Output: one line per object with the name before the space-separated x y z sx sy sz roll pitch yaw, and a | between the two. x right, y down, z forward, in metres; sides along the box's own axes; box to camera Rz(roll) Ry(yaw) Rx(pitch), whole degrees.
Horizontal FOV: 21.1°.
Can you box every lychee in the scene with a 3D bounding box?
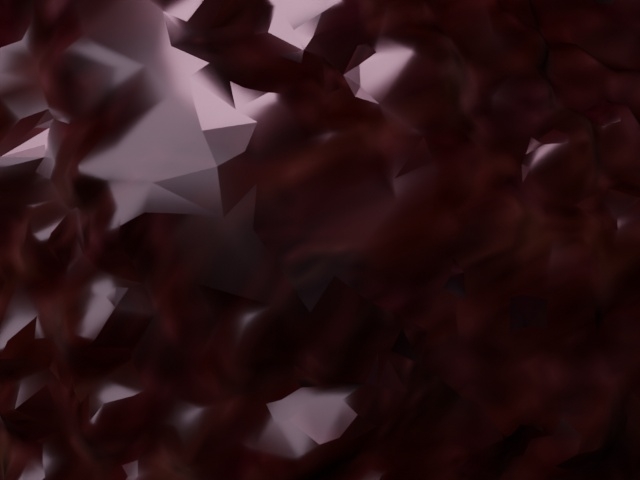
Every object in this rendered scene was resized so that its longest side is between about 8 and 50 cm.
lychee | 0.000 0.000 0.530 0.330 0.306 0.306 -45 58 28
